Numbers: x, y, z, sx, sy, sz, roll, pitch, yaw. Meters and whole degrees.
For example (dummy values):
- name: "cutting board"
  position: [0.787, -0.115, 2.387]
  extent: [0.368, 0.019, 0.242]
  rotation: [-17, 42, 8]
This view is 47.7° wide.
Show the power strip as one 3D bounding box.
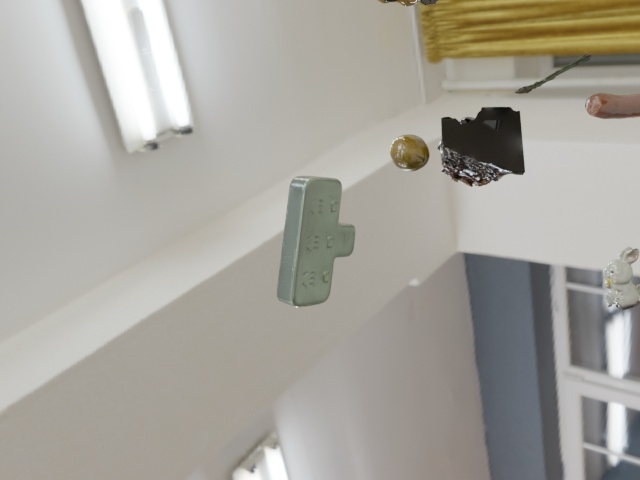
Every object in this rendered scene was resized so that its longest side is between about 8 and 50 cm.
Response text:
- name: "power strip"
  position: [0.001, 0.000, 1.500]
  extent: [0.194, 0.059, 0.265]
  rotation: [-4, -77, -53]

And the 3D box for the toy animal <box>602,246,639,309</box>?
- name: "toy animal"
  position: [0.650, 0.082, 1.563]
  extent: [0.071, 0.085, 0.124]
  rotation: [-38, -67, -79]

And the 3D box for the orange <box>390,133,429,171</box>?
- name: "orange"
  position: [0.202, -0.195, 1.623]
  extent: [0.085, 0.095, 0.085]
  rotation: [-21, -48, -25]

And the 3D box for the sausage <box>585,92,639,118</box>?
- name: "sausage"
  position: [0.476, -0.210, 1.107]
  extent: [0.177, 0.040, 0.047]
  rotation: [-9, -56, -26]

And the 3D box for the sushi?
- name: "sushi"
  position: [0.349, -0.197, 1.628]
  extent: [0.150, 0.172, 0.153]
  rotation: [86, -176, -74]

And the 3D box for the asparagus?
- name: "asparagus"
  position: [0.605, -0.430, 1.887]
  extent: [0.233, 0.023, 0.022]
  rotation: [-28, -21, -10]

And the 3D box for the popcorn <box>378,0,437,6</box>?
- name: "popcorn"
  position: [0.183, -0.649, 1.556]
  extent: [0.349, 0.349, 0.381]
  rotation: [45, -123, -45]
